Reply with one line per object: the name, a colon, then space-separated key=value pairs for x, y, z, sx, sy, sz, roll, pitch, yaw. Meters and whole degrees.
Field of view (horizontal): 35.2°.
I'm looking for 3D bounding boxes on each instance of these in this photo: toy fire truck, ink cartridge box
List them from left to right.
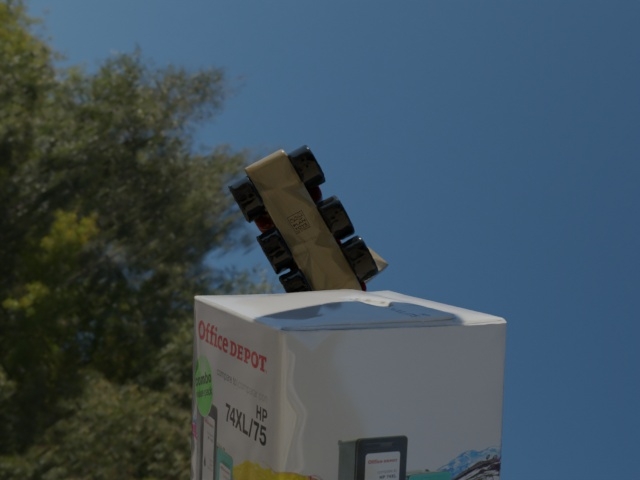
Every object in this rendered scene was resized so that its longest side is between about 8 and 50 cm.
toy fire truck: x=0.000 y=0.000 z=1.384 sx=0.217 sy=0.158 sz=0.246 roll=60 pitch=-5 yaw=15
ink cartridge box: x=0.014 y=0.184 z=0.825 sx=0.198 sy=0.197 sz=0.270 roll=-171 pitch=-98 yaw=-65
